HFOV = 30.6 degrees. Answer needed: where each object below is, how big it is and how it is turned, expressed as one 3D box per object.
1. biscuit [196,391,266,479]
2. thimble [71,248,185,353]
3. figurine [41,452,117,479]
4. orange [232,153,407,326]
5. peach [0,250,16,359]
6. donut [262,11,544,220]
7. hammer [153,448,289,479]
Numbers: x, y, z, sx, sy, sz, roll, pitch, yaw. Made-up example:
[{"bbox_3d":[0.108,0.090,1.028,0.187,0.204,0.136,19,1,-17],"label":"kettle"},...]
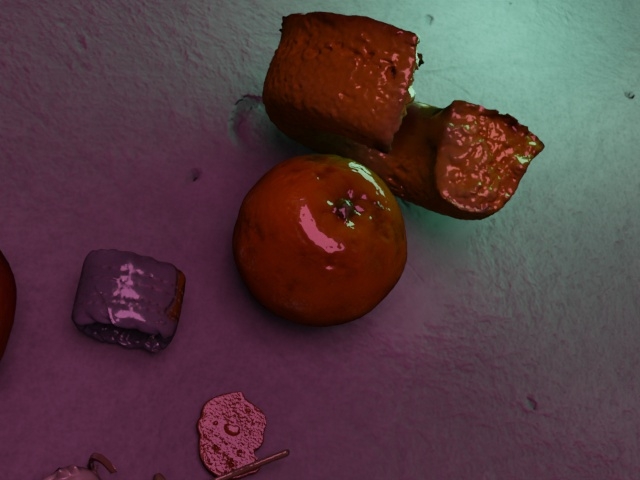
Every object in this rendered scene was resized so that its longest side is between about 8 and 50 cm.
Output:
[{"bbox_3d":[-0.129,0.282,1.696,0.102,0.019,0.130,5,67,-12],"label":"biscuit"},{"bbox_3d":[-0.275,0.088,1.678,0.151,0.127,0.118,13,67,-9],"label":"thimble"},{"bbox_3d":[-0.335,0.352,1.567,0.132,0.132,0.154,47,51,7],"label":"figurine"},{"bbox_3d":[0.000,0.000,1.733,0.261,0.261,0.261,6,67,-13],"label":"orange"},{"bbox_3d":[-0.528,0.104,1.546,0.281,0.238,0.281,13,73,-49],"label":"peach"},{"bbox_3d":[0.096,-0.176,1.777,0.435,0.377,0.163,29,82,-34],"label":"donut"},{"bbox_3d":[-0.138,0.325,1.654,0.195,0.028,0.060,-20,74,-11],"label":"hammer"}]
